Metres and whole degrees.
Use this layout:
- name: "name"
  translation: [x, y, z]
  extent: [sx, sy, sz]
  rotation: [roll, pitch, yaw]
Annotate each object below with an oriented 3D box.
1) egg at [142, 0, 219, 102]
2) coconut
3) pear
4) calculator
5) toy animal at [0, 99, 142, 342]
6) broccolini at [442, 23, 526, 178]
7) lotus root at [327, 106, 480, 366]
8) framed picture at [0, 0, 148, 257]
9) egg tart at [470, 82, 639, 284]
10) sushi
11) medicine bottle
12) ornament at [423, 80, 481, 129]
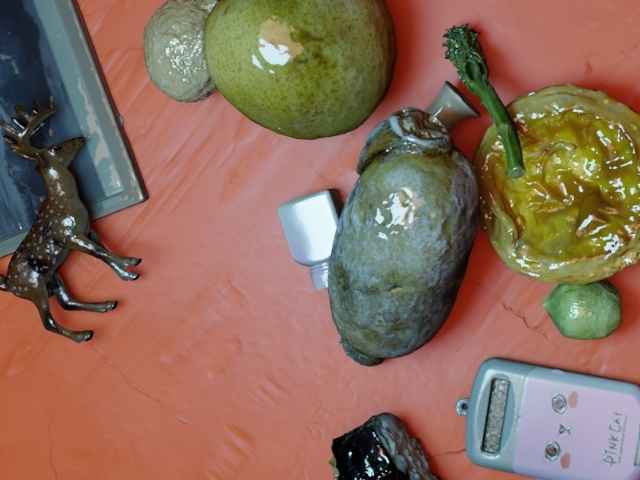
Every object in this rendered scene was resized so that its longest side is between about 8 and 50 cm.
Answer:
- name: "egg"
  translation: [-0.164, -0.241, 1.867]
  extent: [0.118, 0.116, 0.140]
  rotation: [10, 101, 36]
- name: "coconut"
  translation: [0.312, 0.079, 1.787]
  extent: [0.096, 0.088, 0.087]
  rotation: [6, 96, 6]
- name: "pear"
  translation: [-0.017, -0.222, 1.784]
  extent: [0.228, 0.188, 0.211]
  rotation: [-31, 98, -9]
- name: "calculator"
  translation: [0.285, 0.225, 1.828]
  extent: [0.246, 0.045, 0.141]
  rotation: [11, 97, 14]
- name: "toy animal"
  translation: [-0.346, -0.021, 1.919]
  extent: [0.260, 0.087, 0.243]
  rotation: [38, 100, 5]
- name: "broccolini"
  translation: [0.195, -0.162, 1.755]
  extent: [0.054, 0.051, 0.239]
  rotation: [-30, 52, 16]
- name: "lotus root"
  translation: [0.096, 0.021, 1.767]
  extent: [0.175, 0.175, 0.349]
  rotation: [19, 125, 12]
- name: "framed picture"
  translation: [-0.445, -0.205, 1.986]
  extent: [0.326, 0.028, 0.446]
  rotation: [-21, 89, 15]
- name: "egg tart"
  translation: [0.292, -0.066, 1.771]
  extent: [0.241, 0.106, 0.241]
  rotation: [0, 92, 13]
- name: "sushi"
  translation: [0.092, 0.324, 1.833]
  extent: [0.115, 0.147, 0.212]
  rotation: [-35, 90, 14]
- name: "medicine bottle"
  translation: [0.000, 0.000, 1.875]
  extent: [0.074, 0.055, 0.118]
  rotation: [-19, 89, 14]
- name: "ornament"
  translation: [0.120, -0.119, 1.825]
  extent: [0.156, 0.075, 0.081]
  rotation: [-44, 84, 12]
